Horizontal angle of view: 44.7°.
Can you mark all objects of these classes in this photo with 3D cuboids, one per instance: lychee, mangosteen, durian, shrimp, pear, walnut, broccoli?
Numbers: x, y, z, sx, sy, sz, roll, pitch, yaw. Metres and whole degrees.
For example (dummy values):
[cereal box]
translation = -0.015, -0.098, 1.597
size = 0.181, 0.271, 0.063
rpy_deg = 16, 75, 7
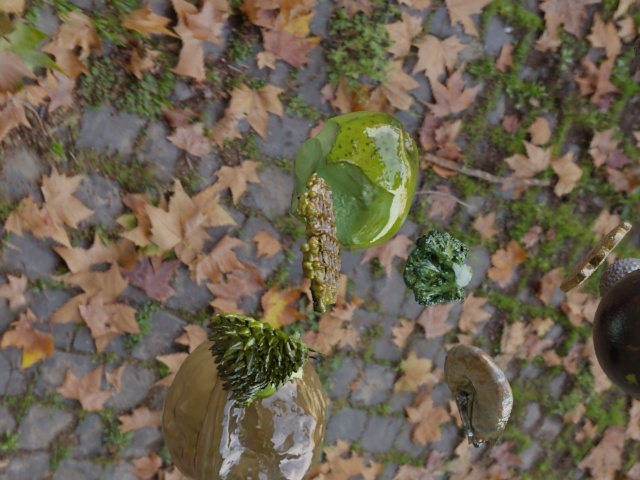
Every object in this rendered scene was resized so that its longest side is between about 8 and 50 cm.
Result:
[lychee]
translation = 0.804, 0.118, 2.005
size = 0.165, 0.197, 0.165
rpy_deg = 5, 133, 5
[mangosteen]
translation = 0.674, 0.182, 1.526
size = 0.288, 0.288, 0.288
rpy_deg = -10, 114, -24
[durian]
translation = -0.100, 0.192, 1.336
size = 0.169, 0.352, 0.158
rpy_deg = -18, 76, -8
[shrimp]
translation = 0.312, 0.324, 1.587
size = 0.077, 0.168, 0.317
rpy_deg = -29, 144, -24
[pear]
translation = 0.097, -0.134, 1.643
size = 0.286, 0.176, 0.282
rpy_deg = 26, 126, -17
[walnut]
translation = -0.157, 0.378, 1.682
size = 0.383, 0.383, 0.384
rpy_deg = -10, 114, -24
[broccoli]
translation = 0.277, 0.065, 1.812
size = 0.195, 0.156, 0.195
rpy_deg = 2, 86, -33

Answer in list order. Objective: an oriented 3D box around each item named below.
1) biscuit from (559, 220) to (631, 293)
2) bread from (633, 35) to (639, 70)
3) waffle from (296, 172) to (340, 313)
[biscuit]
translation = 0.679, 0.042, 1.910
size = 0.036, 0.166, 0.225
rpy_deg = 43, 72, 9
[bread]
translation = 0.736, -0.275, 1.578
size = 0.113, 0.165, 0.417
rpy_deg = 2, 66, -4
[waffle]
translation = 0.000, 0.000, 1.456
size = 0.051, 0.232, 0.229
rpy_deg = -7, 122, 12
